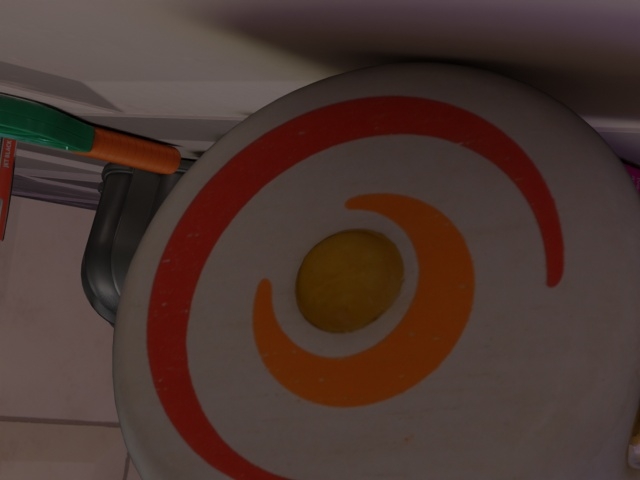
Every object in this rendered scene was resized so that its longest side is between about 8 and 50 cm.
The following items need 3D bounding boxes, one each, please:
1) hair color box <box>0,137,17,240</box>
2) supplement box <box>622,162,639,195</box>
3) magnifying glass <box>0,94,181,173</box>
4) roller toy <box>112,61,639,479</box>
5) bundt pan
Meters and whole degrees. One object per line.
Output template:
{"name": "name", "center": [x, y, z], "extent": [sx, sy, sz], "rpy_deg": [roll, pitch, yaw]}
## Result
{"name": "hair color box", "center": [-0.268, -0.047, 1.066], "extent": [0.053, 0.093, 0.167], "rpy_deg": [8, 179, -12]}
{"name": "supplement box", "center": [0.097, 0.009, 0.693], "extent": [0.111, 0.114, 0.220], "rpy_deg": [7, 176, 38]}
{"name": "magnifying glass", "center": [-0.179, -0.074, 0.920], "extent": [0.092, 0.026, 0.231], "rpy_deg": [8, 176, 35]}
{"name": "roller toy", "center": [0.033, 0.042, 0.479], "extent": [0.209, 0.191, 0.146], "rpy_deg": [47, 178, 36]}
{"name": "bundt pan", "center": [-0.072, 0.058, 1.230], "extent": [0.330, 0.124, 0.331], "rpy_deg": [20, 162, 6]}
